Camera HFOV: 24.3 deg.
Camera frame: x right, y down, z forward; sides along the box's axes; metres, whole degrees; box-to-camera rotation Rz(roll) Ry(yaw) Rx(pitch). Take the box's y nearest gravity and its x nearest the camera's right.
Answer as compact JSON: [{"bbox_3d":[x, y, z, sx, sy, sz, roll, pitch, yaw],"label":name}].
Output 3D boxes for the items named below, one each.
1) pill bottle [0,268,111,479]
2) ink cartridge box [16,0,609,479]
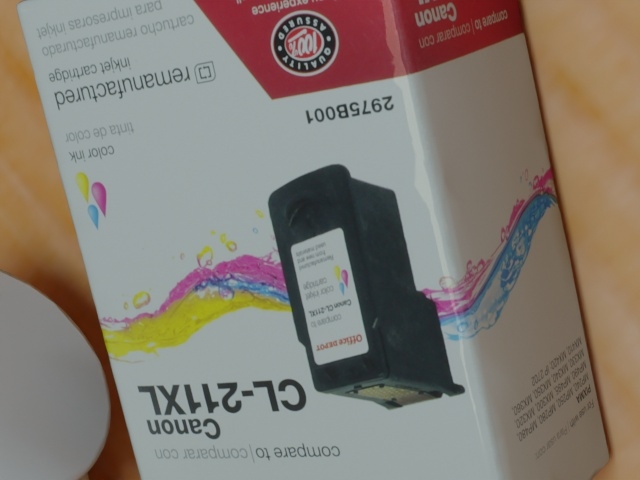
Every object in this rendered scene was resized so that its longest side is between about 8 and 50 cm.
[{"bbox_3d":[-0.180,0.120,0.543,0.146,0.146,0.264,49,124,9],"label":"pill bottle"},{"bbox_3d":[0.000,0.000,0.436,0.127,0.072,0.175,-7,101,33],"label":"ink cartridge box"}]
